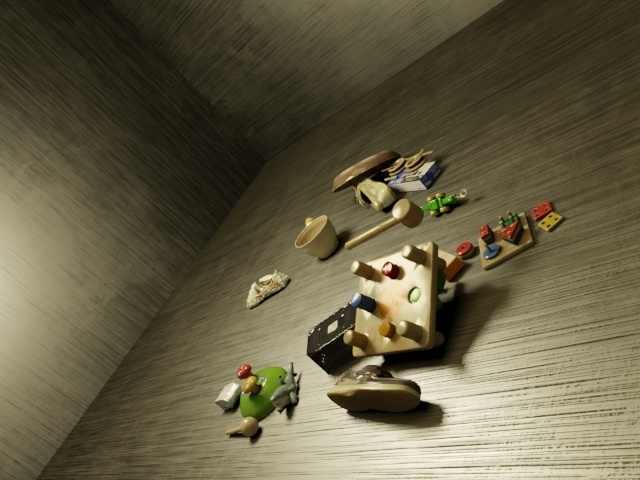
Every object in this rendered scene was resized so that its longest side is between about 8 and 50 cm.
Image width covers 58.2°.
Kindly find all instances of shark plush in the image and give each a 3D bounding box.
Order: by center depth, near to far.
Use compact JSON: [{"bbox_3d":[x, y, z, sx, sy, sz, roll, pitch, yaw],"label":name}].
[{"bbox_3d":[-0.093,0.401,1.606,0.073,0.067,0.161,-27,26,41],"label":"shark plush"}]

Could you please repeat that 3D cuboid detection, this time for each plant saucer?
[{"bbox_3d":[0.174,-0.282,2.292,0.311,0.050,0.310,-27,-3,-1],"label":"plant saucer"}]

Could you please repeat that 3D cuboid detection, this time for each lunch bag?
[{"bbox_3d":[-0.290,0.498,1.835,0.083,0.053,0.071,-38,16,48],"label":"lunch bag"}]

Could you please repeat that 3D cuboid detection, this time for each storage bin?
[{"bbox_3d":[0.055,0.262,1.568,0.180,0.084,0.122,-39,20,20],"label":"storage bin"}]

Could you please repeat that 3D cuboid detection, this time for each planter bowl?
[{"bbox_3d":[0.000,0.000,2.176,0.162,0.109,0.162,-39,20,18],"label":"planter bowl"}]

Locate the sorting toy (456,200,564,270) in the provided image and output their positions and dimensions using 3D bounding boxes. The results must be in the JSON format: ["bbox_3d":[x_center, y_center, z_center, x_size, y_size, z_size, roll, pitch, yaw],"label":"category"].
[{"bbox_3d":[0.446,-0.014,1.394,0.274,0.046,0.132,-34,22,28],"label":"sorting toy"}]

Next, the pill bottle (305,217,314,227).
[{"bbox_3d":[-0.042,-0.066,2.495,0.043,0.043,0.083,-41,19,11],"label":"pill bottle"}]

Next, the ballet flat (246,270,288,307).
[{"bbox_3d":[-0.228,0.189,2.305,0.241,0.077,0.091,-35,22,28],"label":"ballet flat"}]

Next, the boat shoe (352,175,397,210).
[{"bbox_3d":[0.182,-0.174,2.168,0.089,0.104,0.285,-45,20,-8],"label":"boat shoe"}]

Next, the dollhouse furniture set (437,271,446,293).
[{"bbox_3d":[0.250,0.123,1.465,0.152,0.076,0.058,-26,26,41],"label":"dollhouse furniture set"}]

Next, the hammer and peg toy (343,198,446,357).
[{"bbox_3d":[0.181,0.100,1.407,0.266,0.127,0.361,-23,53,48],"label":"hammer and peg toy"}]

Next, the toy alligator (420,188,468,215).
[{"bbox_3d":[0.382,-0.118,1.736,0.051,0.056,0.190,-8,-9,-40],"label":"toy alligator"}]

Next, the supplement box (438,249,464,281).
[{"bbox_3d":[0.321,0.066,1.499,0.062,0.036,0.098,-47,19,-4],"label":"supplement box"}]

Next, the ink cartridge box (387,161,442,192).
[{"bbox_3d":[0.333,-0.223,2.051,0.097,0.046,0.207,-49,19,-16],"label":"ink cartridge box"}]

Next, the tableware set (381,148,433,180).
[{"bbox_3d":[0.308,-0.282,2.096,0.128,0.039,0.194,-48,19,-21],"label":"tableware set"}]

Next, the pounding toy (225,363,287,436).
[{"bbox_3d":[-0.208,0.446,1.686,0.183,0.110,0.237,-20,31,51],"label":"pounding toy"}]

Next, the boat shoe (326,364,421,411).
[{"bbox_3d":[0.120,0.324,1.286,0.285,0.103,0.092,-27,30,54],"label":"boat shoe"}]
